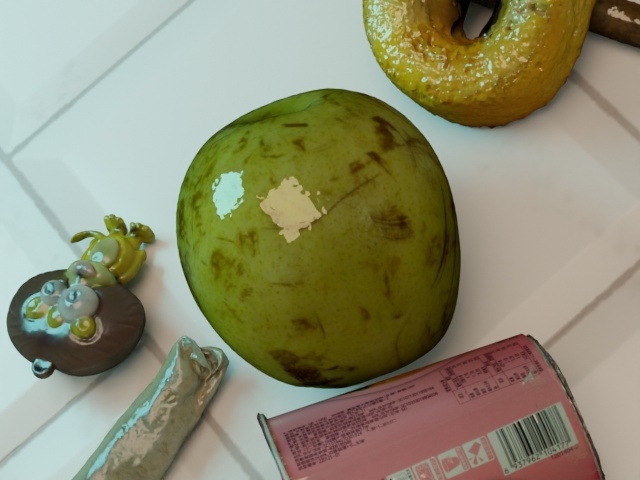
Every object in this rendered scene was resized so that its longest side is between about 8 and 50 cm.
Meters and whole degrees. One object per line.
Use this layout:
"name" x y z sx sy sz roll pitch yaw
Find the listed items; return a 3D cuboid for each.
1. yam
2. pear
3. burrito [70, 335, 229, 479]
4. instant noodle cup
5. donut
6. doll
"yam" 0.193 -0.259 1.557 0.327 0.045 0.045 21 54 23
"pear" 0.000 0.000 1.394 0.284 0.283 0.283 -6 67 15
"burrito" -0.188 0.211 1.476 0.082 0.059 0.275 31 80 18
"instant noodle cup" 0.102 0.206 1.314 0.255 0.244 0.244 -25 64 -4
"donut" 0.153 -0.239 1.500 0.253 0.118 0.253 -2 86 25
"doll" -0.246 0.055 1.539 0.145 0.096 0.188 -4 58 7
